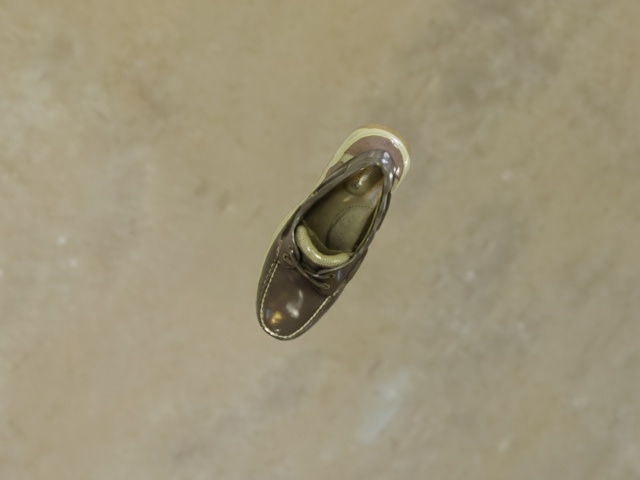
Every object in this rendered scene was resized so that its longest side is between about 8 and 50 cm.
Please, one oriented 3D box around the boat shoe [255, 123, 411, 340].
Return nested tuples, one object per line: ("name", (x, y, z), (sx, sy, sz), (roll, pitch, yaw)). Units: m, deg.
("boat shoe", (0.000, 0.000, 1.130), (0.152, 0.056, 0.049), (-62, 178, 25))
